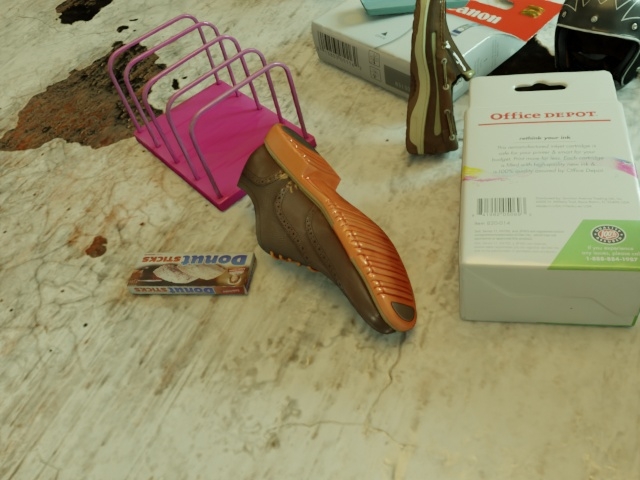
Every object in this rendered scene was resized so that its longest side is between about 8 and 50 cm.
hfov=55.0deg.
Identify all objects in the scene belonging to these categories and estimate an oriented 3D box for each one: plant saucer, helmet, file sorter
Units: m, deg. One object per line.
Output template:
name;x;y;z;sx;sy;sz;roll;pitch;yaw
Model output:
plant saucer;0.169;-0.434;1.118;0.192;0.018;0.067;-7;41;-7
helmet;0.458;-0.344;0.982;0.169;0.161;0.169;-7;48;8
file sorter;-0.189;-0.230;1.021;0.202;0.182;0.291;-38;51;-19

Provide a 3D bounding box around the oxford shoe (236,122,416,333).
oxford shoe;0.000;0.000;0.840;0.133;0.130;0.363;-45;54;17

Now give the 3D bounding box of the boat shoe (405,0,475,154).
boat shoe;0.187;-0.259;0.935;0.095;0.257;0.095;6;18;14

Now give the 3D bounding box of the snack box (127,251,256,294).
snack box;-0.184;0.046;0.881;0.178;0.022;0.064;-1;48;13

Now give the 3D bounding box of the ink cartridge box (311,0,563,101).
ink cartridge box;0.225;-0.421;1.157;0.385;0.091;0.308;-40;52;-20

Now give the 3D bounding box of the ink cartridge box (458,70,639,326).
ink cartridge box;0.290;-0.069;0.805;0.207;0.119;0.353;1;50;15
